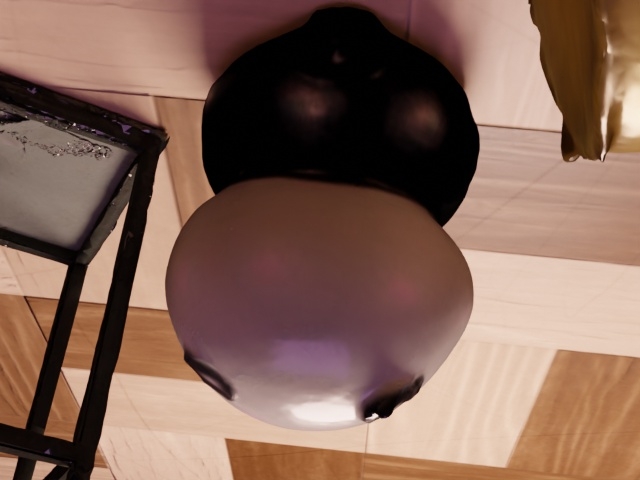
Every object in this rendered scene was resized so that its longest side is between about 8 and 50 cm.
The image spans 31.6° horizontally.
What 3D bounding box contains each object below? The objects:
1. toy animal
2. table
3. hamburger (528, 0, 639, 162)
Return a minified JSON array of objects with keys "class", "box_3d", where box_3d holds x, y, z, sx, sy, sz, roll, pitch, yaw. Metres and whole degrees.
[{"class":"toy animal","box_3d":[0.001,0.000,0.694,0.187,0.235,0.165,3,156,8]},{"class":"table","box_3d":[-0.314,0.032,0.767,0.335,0.272,0.222,19,149,-19]},{"class":"hamburger","box_3d":[0.168,-0.163,0.360,0.237,0.276,0.276,-12,147,8]}]
